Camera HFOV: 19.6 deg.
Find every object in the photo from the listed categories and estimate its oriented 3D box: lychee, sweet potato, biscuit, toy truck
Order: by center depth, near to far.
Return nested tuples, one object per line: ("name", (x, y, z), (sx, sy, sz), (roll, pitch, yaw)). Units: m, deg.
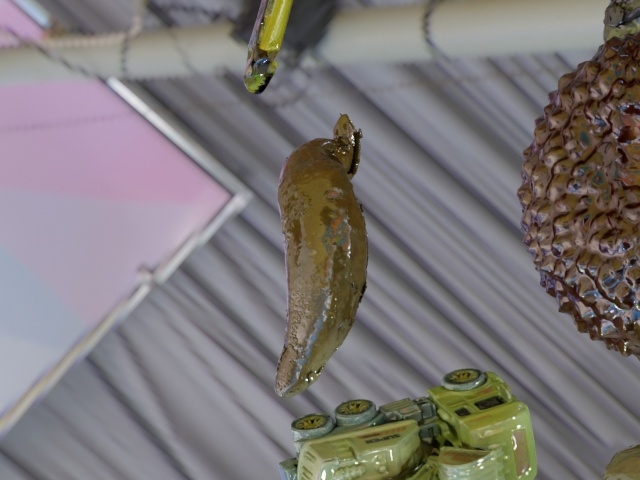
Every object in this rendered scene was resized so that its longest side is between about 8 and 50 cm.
("biscuit", (-0.015, -0.239, 1.344), (0.048, 0.026, 0.292), (134, -27, -61))
("lychee", (0.274, -0.027, 1.369), (0.271, 0.271, 0.271), (-45, -165, 15))
("toy truck", (0.071, 0.167, 1.377), (0.191, 0.085, 0.116), (-14, -161, -17))
("sweet potato", (0.001, -0.003, 1.849), (0.124, 0.098, 0.310), (105, -10, -64))

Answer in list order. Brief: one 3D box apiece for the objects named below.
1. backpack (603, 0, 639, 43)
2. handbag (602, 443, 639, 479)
("backpack", (0.409, -0.232, 1.949), (0.140, 0.207, 0.253), (-44, 173, -18))
("handbag", (0.330, 0.156, 1.048), (0.253, 0.316, 0.109), (1, -91, 44))
